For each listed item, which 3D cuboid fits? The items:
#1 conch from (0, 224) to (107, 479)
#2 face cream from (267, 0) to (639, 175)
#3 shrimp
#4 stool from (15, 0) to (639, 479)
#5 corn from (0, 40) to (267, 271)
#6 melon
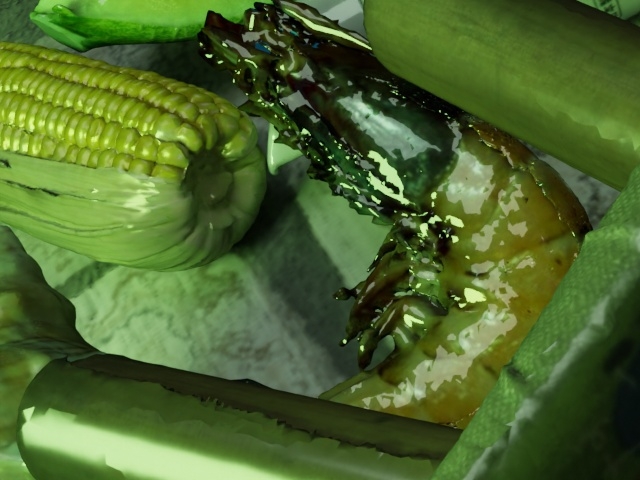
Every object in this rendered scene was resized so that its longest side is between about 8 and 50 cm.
[{"bbox_3d":[-0.107,0.163,0.701,0.203,0.170,0.386,-35,73,33],"label":"conch"},{"bbox_3d":[0.108,-0.171,0.864,0.370,0.145,0.145,-29,42,6],"label":"face cream"},{"bbox_3d":[0.000,0.000,0.783,0.222,0.054,0.290,-44,69,-1],"label":"shrimp"},{"bbox_3d":[0.106,0.075,0.539,0.226,0.310,0.310,12,58,49],"label":"stool"},{"bbox_3d":[-0.162,-0.059,0.963,0.305,0.122,0.123,19,92,44],"label":"corn"},{"bbox_3d":[-0.061,-0.224,1.031,0.323,0.124,0.196,-47,43,-17],"label":"melon"}]
